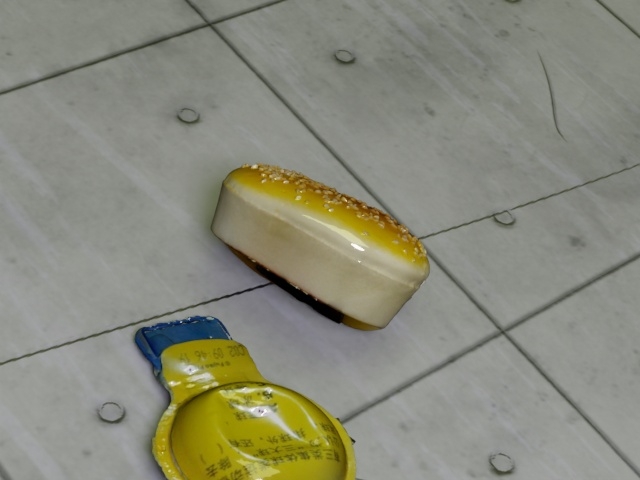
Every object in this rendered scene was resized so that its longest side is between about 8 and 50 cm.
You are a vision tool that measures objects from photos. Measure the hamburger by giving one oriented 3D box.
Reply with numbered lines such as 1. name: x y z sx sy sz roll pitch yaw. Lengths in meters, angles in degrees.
1. hamburger: 0.000 0.000 1.328 0.210 0.173 0.116 30 85 11

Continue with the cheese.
1. cheese: -0.070 0.155 1.221 0.177 0.069 0.270 -10 43 -30
